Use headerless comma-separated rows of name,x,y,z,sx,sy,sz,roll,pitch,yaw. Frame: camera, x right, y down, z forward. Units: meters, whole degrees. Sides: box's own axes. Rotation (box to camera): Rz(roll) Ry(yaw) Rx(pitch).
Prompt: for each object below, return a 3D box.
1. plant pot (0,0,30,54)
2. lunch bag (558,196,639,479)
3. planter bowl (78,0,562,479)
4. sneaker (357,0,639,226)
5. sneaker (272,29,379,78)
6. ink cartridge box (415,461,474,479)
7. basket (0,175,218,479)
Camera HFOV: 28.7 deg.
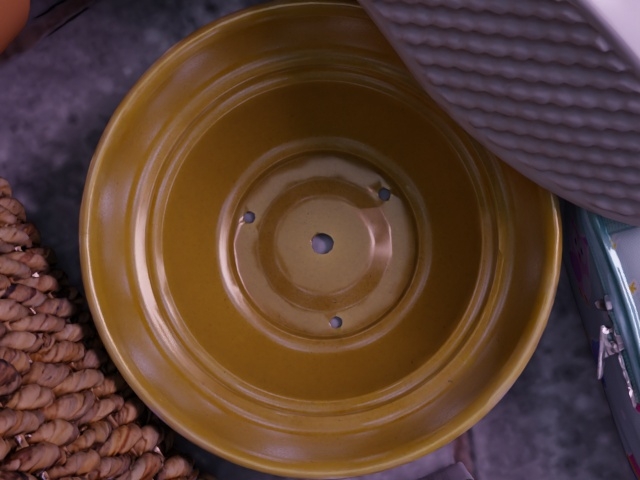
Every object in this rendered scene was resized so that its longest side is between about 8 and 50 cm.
plant pot,-0.200,-0.226,0.541,0.291,0.291,0.203,41,73,3
lunch bag,0.254,0.010,0.584,0.279,0.108,0.224,-17,87,1
planter bowl,0.000,0.000,0.601,0.217,0.090,0.217,0,87,1
sneaker,0.062,-0.146,0.498,0.321,0.126,0.127,41,65,-11
sneaker,-0.024,-0.211,0.605,0.115,0.105,0.281,-21,87,0
ink cartridge box,-0.016,0.188,0.558,0.219,0.160,0.093,-22,86,0
basket,-0.198,0.092,0.498,0.213,0.299,0.223,-34,87,0
